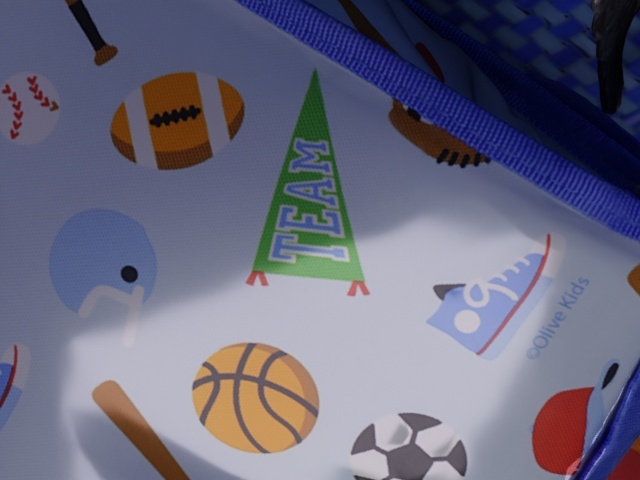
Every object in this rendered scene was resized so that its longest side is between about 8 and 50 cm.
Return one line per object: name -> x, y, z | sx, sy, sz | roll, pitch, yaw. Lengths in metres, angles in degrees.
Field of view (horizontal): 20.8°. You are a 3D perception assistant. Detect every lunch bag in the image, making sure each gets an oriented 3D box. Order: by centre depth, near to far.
lunch bag -> -0.049, 0.027, 0.788 | 0.385, 0.239, 0.327 | 34, 107, 18

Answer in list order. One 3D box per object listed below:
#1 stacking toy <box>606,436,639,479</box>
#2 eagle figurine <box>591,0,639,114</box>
stacking toy -> 0.000, 0.000, 1.004 | 0.351, 0.350, 0.480 | -24, 112, 40
eagle figurine -> 0.135, -0.229, 0.718 | 0.226, 0.225, 0.298 | -29, 114, 30
